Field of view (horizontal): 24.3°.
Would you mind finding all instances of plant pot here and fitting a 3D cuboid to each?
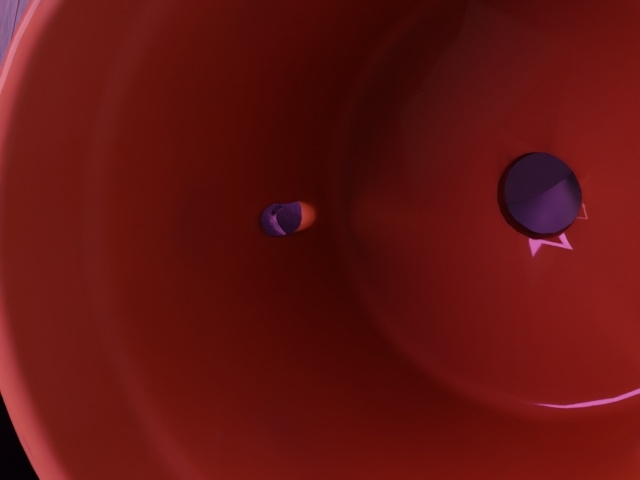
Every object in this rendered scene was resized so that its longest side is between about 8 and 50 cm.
[{"bbox_3d":[0.056,-0.004,0.532,0.203,0.291,0.291,-23,-57,-63],"label":"plant pot"}]

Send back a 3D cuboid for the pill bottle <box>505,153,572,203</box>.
[{"bbox_3d":[0.059,-0.106,0.765,0.216,0.121,0.121,-121,38,-57],"label":"pill bottle"}]

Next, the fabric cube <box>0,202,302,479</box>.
[{"bbox_3d":[-0.092,0.091,0.746,0.259,0.254,0.258,45,153,2],"label":"fabric cube"}]
